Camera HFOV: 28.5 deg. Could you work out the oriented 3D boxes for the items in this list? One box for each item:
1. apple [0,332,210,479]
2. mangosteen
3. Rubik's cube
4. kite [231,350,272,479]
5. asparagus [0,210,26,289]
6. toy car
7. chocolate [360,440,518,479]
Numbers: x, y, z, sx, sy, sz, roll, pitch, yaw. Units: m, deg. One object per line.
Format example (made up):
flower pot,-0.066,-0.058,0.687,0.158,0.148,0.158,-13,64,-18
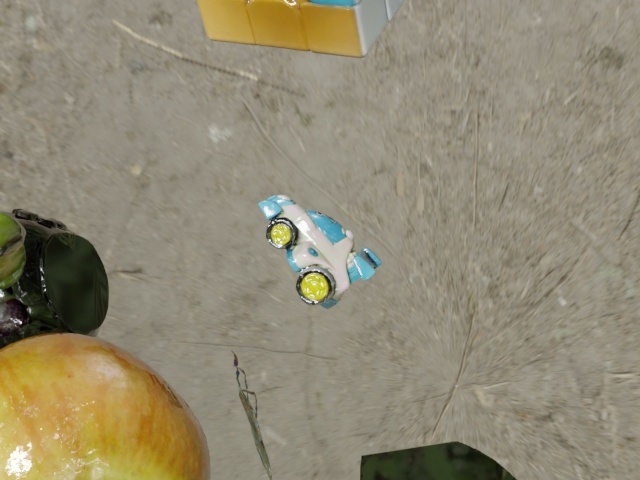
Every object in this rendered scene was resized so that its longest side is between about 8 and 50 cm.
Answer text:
apple,-0.257,0.229,1.254,0.286,0.286,0.233,-47,38,-1
mangosteen,-0.423,0.098,1.718,0.233,0.287,0.287,-10,82,12
Rubik's cube,-0.022,-0.486,1.921,0.292,0.291,0.290,10,47,26
kite,-0.092,0.232,1.683,0.016,0.229,0.127,-22,57,-10
asparagus,-0.411,-0.015,1.300,0.343,0.085,0.082,17,78,38
toy car,0.000,0.000,1.593,0.098,0.126,0.161,-30,91,10
chocolate,0.088,0.296,0.990,0.206,0.224,0.177,53,122,30
